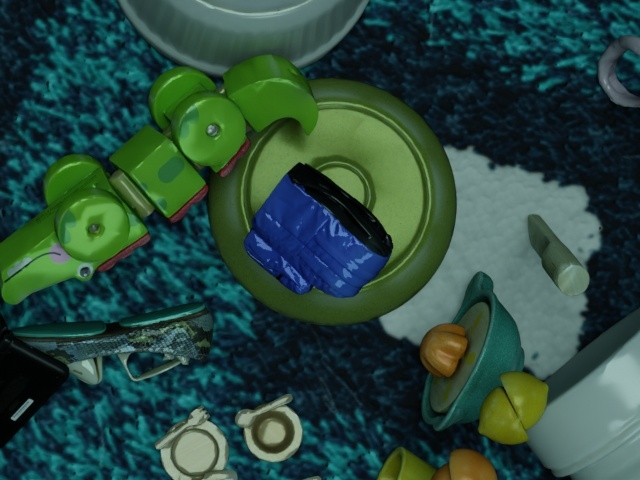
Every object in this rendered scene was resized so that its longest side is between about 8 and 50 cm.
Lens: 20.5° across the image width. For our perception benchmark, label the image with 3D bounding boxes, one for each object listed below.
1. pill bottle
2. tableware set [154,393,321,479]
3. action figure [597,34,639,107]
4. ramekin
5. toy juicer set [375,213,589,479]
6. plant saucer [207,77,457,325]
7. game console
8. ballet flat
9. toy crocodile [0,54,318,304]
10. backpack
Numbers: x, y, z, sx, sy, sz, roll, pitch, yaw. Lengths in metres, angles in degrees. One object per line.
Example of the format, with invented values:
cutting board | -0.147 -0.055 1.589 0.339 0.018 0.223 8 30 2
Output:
pill bottle | 0.365 0.255 1.580 0.224 0.224 0.392 -39 88 -10
tableware set | -0.066 0.226 1.638 0.141 0.020 0.168 -20 85 -9
action figure | 0.415 -0.025 1.614 0.276 0.248 0.370 1 79 -6
ramekin | -0.068 -0.293 1.655 0.273 0.127 0.272 1 83 -6
toy juicer set | 0.143 0.106 1.583 0.089 0.209 0.329 26 81 -11
plant saucer | 0.014 -0.040 1.675 0.241 0.037 0.240 1 83 -6
game console | -0.301 0.112 1.599 0.107 0.071 0.122 31 119 -26
ballet flat | -0.190 0.101 1.621 0.188 0.070 0.070 -7 83 -4
toy crocodile | -0.155 -0.056 1.615 0.340 0.115 0.105 -39 118 -3
backpack | 0.000 0.000 1.603 0.120 0.098 0.101 37 109 0
